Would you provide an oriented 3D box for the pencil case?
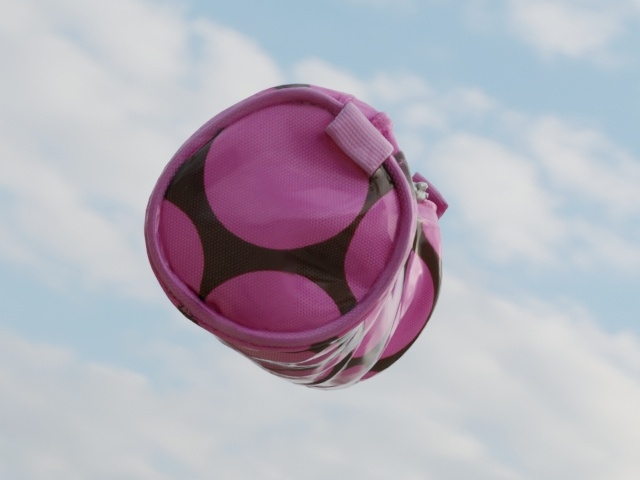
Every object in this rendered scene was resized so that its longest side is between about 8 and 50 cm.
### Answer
[{"bbox_3d":[0.000,0.000,0.691,0.095,0.098,0.209,55,2,7],"label":"pencil case"}]
